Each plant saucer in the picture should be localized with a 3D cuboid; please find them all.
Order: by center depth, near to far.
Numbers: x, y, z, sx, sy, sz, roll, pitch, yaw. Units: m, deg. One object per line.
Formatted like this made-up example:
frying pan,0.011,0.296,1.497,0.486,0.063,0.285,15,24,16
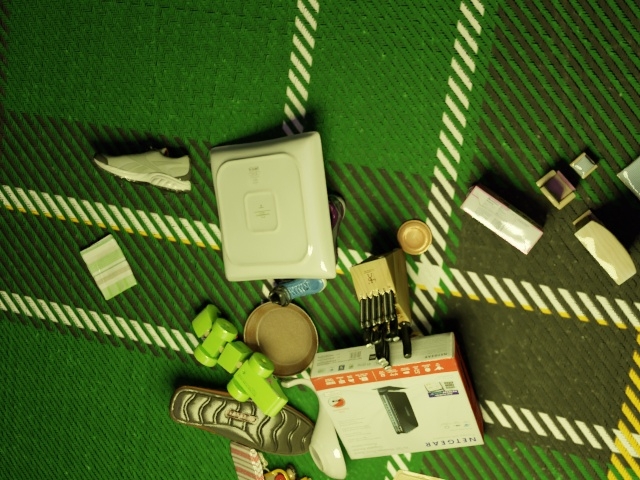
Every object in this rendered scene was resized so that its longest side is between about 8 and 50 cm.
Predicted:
plant saucer,0.224,-0.007,1.868,0.083,0.013,0.083,3,99,16
plant saucer,-0.096,0.246,1.988,0.199,0.036,0.198,3,99,16

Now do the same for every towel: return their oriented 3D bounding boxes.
towel,-0.176,0.619,2.032,0.144,0.029,0.197,-8,98,60
towel,-0.571,0.073,2.108,0.113,0.023,0.152,-28,90,19

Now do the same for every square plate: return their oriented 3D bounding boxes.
square plate,-0.131,-0.071,1.890,0.347,0.049,0.344,-4,96,35

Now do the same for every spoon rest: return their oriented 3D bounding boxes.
spoon rest,-0.001,0.454,1.912,0.084,0.137,0.276,-25,93,-21

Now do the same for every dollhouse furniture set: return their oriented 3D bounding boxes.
dollhouse furniture set,0.660,-0.106,1.630,0.303,0.198,0.286,-41,86,17

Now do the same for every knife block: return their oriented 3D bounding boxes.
knife block,0.154,0.153,1.771,0.088,0.276,0.242,-16,91,18

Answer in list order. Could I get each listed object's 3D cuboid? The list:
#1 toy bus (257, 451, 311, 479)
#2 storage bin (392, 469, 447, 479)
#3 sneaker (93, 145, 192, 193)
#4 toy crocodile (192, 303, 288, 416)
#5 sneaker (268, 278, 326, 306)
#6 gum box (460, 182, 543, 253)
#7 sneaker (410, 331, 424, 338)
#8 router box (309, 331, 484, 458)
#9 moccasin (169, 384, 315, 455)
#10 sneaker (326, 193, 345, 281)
toy bus,-0.069,0.642,2.001,0.191,0.104,0.202,33,132,46
storage bin,0.259,0.669,1.828,0.260,0.262,0.123,10,103,15
sneaker,-0.449,-0.192,2.005,0.272,0.100,0.108,12,87,11
toy crocodile,-0.204,0.296,1.952,0.340,0.105,0.115,42,107,23
sneaker,-0.061,0.123,1.910,0.152,0.084,0.058,-10,109,37
gum box,0.404,-0.055,1.759,0.188,0.107,0.062,37,106,8
sneaker,0.184,0.303,1.897,0.088,0.092,0.225,31,125,-30
router box,0.185,0.369,1.828,0.335,0.082,0.301,-12,125,18
moccasin,-0.196,0.456,1.996,0.380,0.147,0.139,10,85,-4
sneaker,0.000,0.000,1.890,0.083,0.098,0.223,11,101,15
